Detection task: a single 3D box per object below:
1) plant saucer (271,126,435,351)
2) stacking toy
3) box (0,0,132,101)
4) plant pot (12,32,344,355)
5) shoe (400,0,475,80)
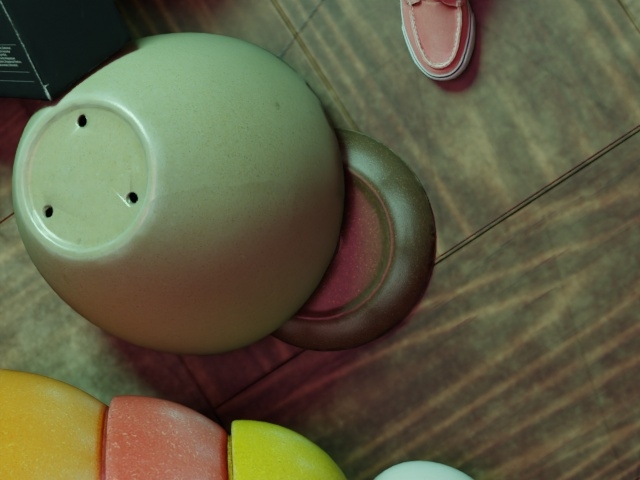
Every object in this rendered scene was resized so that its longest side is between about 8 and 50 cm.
[{"bbox_3d":[0.000,0.000,1.536,0.198,0.036,0.199,1,93,15],"label":"plant saucer"},{"bbox_3d":[-0.086,0.264,1.475,0.479,0.350,0.351,-1,92,-3],"label":"stacking toy"},{"bbox_3d":[-0.300,-0.222,1.472,0.261,0.103,0.184,8,133,49],"label":"box"},{"bbox_3d":[-0.146,-0.044,1.467,0.284,0.191,0.284,-1,87,24],"label":"plant pot"},{"bbox_3d":[0.090,-0.224,1.479,0.063,0.081,0.178,-4,91,15],"label":"shoe"}]
